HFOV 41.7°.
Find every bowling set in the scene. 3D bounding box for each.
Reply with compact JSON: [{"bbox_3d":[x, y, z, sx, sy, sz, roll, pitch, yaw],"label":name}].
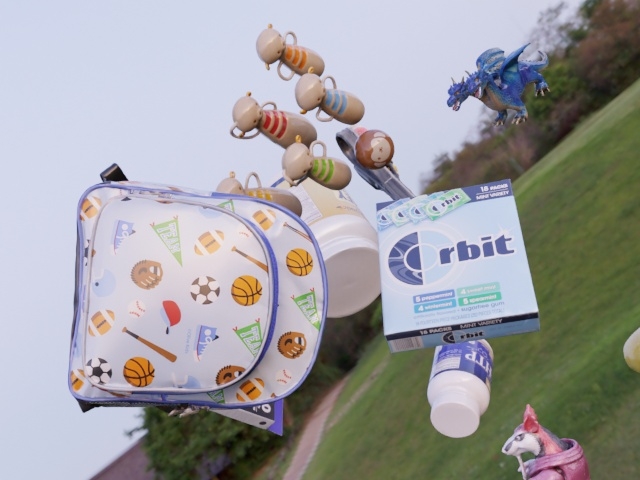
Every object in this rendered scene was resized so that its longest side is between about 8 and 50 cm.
[{"bbox_3d":[-0.013,-0.154,1.122,0.200,0.287,0.154,2,-7,39],"label":"bowling set"}]

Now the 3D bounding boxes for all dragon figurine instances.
[{"bbox_3d":[0.339,-0.305,1.514,0.085,0.144,0.289,5,46,51],"label":"dragon figurine"}]

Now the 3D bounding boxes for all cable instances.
[{"bbox_3d":[0.115,-0.110,1.340,0.072,0.287,0.139,-41,-53,-3],"label":"cable"}]

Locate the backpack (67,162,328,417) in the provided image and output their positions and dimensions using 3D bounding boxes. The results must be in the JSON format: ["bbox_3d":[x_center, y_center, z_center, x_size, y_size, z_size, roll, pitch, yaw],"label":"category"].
[{"bbox_3d":[-0.123,0.059,0.878,0.263,0.276,0.213,4,0,-10],"label":"backpack"}]

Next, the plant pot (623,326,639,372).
[{"bbox_3d":[0.698,0.233,1.768,0.134,0.134,0.095,-32,3,-39],"label":"plant pot"}]

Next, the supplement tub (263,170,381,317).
[{"bbox_3d":[0.000,0.000,1.872,0.228,0.316,0.228,-14,-49,-17],"label":"supplement tub"}]

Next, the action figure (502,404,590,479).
[{"bbox_3d":[0.405,0.446,1.372,0.276,0.370,0.248,-8,15,43],"label":"action figure"}]

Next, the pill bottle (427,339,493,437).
[{"bbox_3d":[0.252,0.262,1.520,0.112,0.112,0.186,-44,13,33],"label":"pill bottle"}]

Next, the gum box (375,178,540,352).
[{"bbox_3d":[0.144,0.025,0.914,0.157,0.184,0.041,-11,-40,11],"label":"gum box"}]

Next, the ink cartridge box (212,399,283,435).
[{"bbox_3d":[-0.134,0.251,1.627,0.045,0.206,0.208,-29,-43,34],"label":"ink cartridge box"}]
